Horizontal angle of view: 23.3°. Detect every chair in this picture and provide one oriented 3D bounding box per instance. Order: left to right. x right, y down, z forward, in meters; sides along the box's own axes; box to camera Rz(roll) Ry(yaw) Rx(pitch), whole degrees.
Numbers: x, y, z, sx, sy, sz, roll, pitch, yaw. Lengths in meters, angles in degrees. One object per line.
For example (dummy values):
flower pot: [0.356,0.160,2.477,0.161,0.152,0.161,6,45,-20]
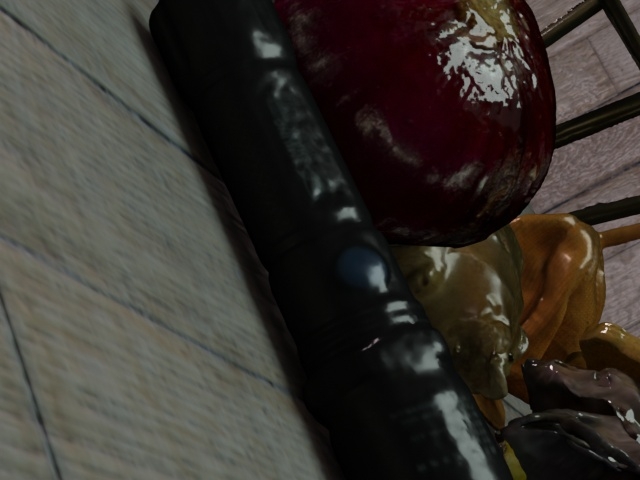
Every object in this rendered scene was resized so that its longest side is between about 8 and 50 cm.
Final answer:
chair: [0.270,-0.179,1.825,0.364,0.410,0.362,38,26,-62]

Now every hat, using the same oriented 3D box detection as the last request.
hat: [0.237,0.040,1.611,0.234,0.233,0.244,64,13,7]

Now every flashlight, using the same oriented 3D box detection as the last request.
flashlight: [0.000,0.000,1.011,0.424,0.103,0.103,66,12,21]

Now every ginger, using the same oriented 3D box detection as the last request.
ginger: [0.110,0.052,1.324,0.219,0.123,0.270,44,28,-37]

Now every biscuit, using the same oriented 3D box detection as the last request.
biscuit: [0.312,0.169,1.523,0.166,0.036,0.226,25,-34,32]

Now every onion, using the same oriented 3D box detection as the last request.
onion: [0.055,-0.093,1.169,0.206,0.216,0.207,-4,60,-47]

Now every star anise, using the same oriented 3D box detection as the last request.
star anise: [0.262,0.223,1.215,0.331,0.117,0.332,36,31,-26]

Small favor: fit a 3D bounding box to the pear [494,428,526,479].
pear: [0.288,0.263,1.456,0.267,0.178,0.267,61,12,-23]
